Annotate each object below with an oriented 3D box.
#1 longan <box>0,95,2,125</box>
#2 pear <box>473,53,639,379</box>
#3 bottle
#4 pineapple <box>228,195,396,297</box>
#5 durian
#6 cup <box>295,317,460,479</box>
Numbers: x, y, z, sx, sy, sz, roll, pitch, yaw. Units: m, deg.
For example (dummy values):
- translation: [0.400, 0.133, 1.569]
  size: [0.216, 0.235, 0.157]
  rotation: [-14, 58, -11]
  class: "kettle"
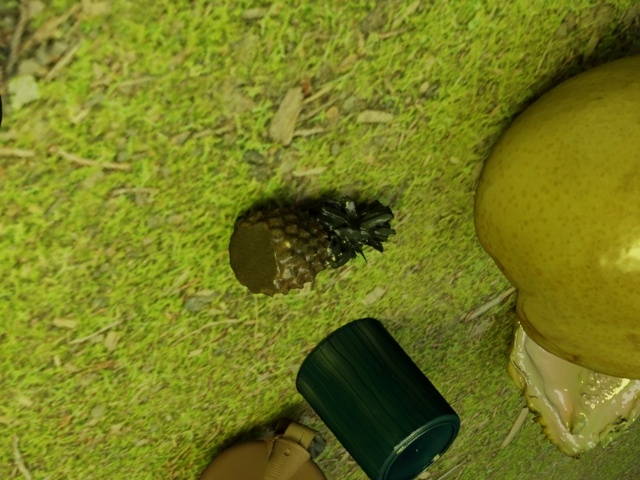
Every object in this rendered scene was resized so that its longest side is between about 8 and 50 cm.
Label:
- translation: [-0.199, -0.075, 0.412]
  size: [0.106, 0.106, 0.119]
  rotation: [69, 31, -54]
  class: "longan"
- translation: [0.303, -0.020, 0.785]
  size: [0.314, 0.314, 0.314]
  rotation: [-26, 143, -22]
  class: "pear"
- translation: [-0.072, 0.333, 0.934]
  size: [0.206, 0.173, 0.296]
  rotation: [-53, 160, -48]
  class: "bottle"
- translation: [0.000, 0.000, 0.715]
  size: [0.159, 0.074, 0.074]
  rotation: [-15, 138, -46]
  class: "pineapple"
- translation: [0.328, 0.106, 1.091]
  size: [0.196, 0.185, 0.305]
  rotation: [22, 121, -25]
  class: "durian"
- translation: [0.072, 0.168, 0.902]
  size: [0.150, 0.138, 0.113]
  rotation: [2, 127, -46]
  class: "cup"
